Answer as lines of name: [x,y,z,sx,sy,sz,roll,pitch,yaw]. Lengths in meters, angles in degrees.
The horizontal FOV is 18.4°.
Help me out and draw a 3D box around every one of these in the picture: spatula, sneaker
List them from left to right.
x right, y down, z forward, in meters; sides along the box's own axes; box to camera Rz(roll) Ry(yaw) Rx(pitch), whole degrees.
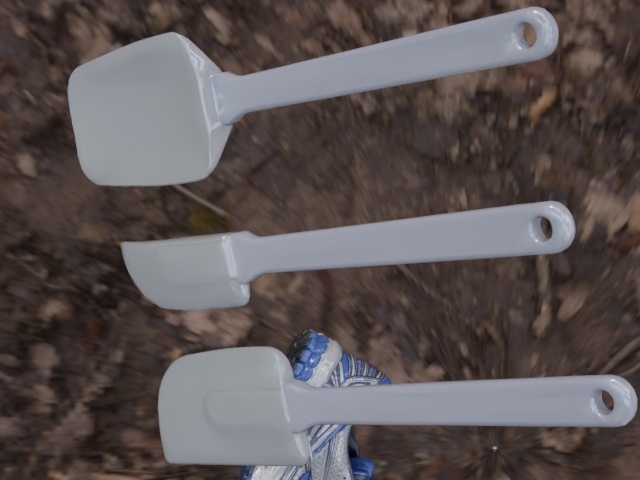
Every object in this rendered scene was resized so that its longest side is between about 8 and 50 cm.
sneaker: [-0.007,0.111,0.897,0.058,0.052,0.135,21,106,-5]
spatula: [0.000,0.000,0.700,0.242,0.019,0.168,-7,95,47]
